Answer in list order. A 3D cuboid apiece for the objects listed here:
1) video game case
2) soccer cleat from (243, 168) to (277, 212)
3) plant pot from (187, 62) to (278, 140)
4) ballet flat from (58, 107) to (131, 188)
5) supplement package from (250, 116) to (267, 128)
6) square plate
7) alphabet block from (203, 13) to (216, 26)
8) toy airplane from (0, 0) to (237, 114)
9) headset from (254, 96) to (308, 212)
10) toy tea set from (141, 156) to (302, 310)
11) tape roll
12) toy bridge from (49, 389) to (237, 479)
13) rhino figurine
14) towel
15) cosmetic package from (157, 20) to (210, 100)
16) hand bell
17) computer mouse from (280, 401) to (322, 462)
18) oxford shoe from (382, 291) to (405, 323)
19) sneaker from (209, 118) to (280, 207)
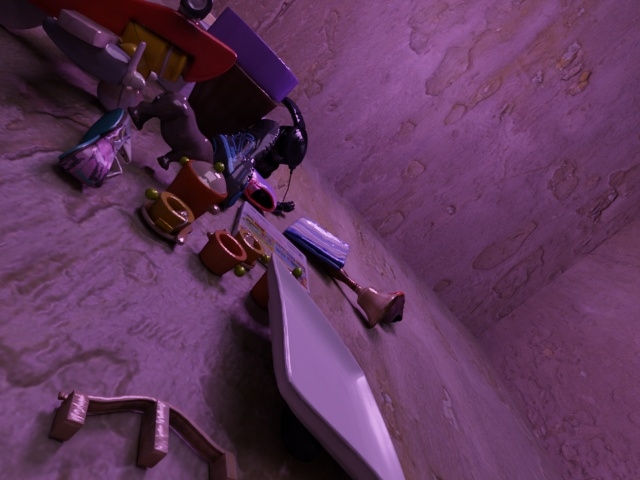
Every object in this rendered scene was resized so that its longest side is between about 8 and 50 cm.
[{"bbox_3d":[-0.115,0.018,1.080,0.227,0.026,0.206,45,13,-19],"label":"video game case"},{"bbox_3d":[-0.209,-0.173,1.211,0.248,0.083,0.095,46,5,-26],"label":"soccer cleat"},{"bbox_3d":[-0.274,-0.369,1.228,0.215,0.230,0.215,44,9,-9],"label":"plant pot"},{"bbox_3d":[-0.344,-0.143,0.713,0.221,0.077,0.079,-102,167,-58],"label":"ballet flat"},{"bbox_3d":[-0.233,-0.374,1.616,0.244,0.139,0.134,45,12,-8],"label":"supplement package"},{"bbox_3d":[0.014,0.221,0.701,0.347,0.049,0.344,56,5,-24],"label":"square plate"},{"bbox_3d":[-0.426,-0.689,1.676,0.197,0.192,0.193,45,-19,-12],"label":"alphabet block"},{"bbox_3d":[-0.411,-0.383,0.861,0.385,0.272,0.386,21,21,22],"label":"toy airplane"},{"bbox_3d":[-0.159,-0.278,1.414,0.185,0.244,0.393,-16,89,-64],"label":"headset"},{"bbox_3d":[-0.155,-0.020,0.824,0.336,0.124,0.200,42,14,-25],"label":"toy tea set"},{"bbox_3d":[-0.188,-0.521,1.267,0.275,0.090,0.275,43,10,-9],"label":"tape roll"},{"bbox_3d":[-0.159,0.182,0.423,0.188,0.026,0.063,40,12,-31],"label":"toy bridge"},{"bbox_3d":[-0.269,-0.178,0.875,0.073,0.106,0.243,39,-22,46],"label":"rhino figurine"},{"bbox_3d":[0.000,0.000,1.406,0.209,0.034,0.285,34,12,1],"label":"towel"},{"bbox_3d":[-0.409,-0.584,1.455,0.138,0.225,0.224,47,13,-7],"label":"cosmetic package"},{"bbox_3d":[0.100,0.135,1.331,0.242,0.126,0.126,40,9,19],"label":"hand bell"},{"bbox_3d":[-0.040,0.234,0.663,0.071,0.041,0.242,56,3,-15],"label":"computer mouse"},{"bbox_3d":[0.241,0.235,1.527,0.271,0.097,0.098,8,62,-65],"label":"oxford shoe"},{"bbox_3d":[-0.205,-0.232,1.111,0.140,0.125,0.340,35,40,-13],"label":"sneaker"}]
